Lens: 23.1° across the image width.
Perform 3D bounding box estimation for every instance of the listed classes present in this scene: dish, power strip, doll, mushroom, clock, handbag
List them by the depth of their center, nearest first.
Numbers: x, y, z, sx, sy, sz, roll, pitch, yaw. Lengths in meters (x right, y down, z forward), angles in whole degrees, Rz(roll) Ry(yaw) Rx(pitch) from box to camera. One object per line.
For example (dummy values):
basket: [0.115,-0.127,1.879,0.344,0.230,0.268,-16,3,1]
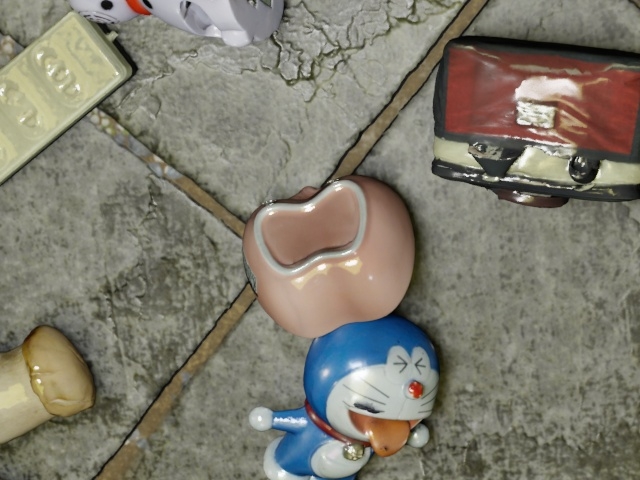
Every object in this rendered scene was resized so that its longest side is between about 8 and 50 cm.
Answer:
handbag: [0.248,-0.127,1.735,0.255,0.181,0.181,7,102,11]
clock: [-0.184,-0.313,1.784,0.254,0.189,0.188,5,104,23]
dish: [0.000,0.000,1.798,0.213,0.090,0.213,-8,63,15]
doll: [0.034,0.202,1.856,0.215,0.161,0.256,14,119,-22]
power strip: [-0.341,-0.171,1.878,0.257,0.070,0.105,-37,95,14]
mushroom: [-0.480,0.218,1.957,0.407,0.154,0.137,-22,135,8]

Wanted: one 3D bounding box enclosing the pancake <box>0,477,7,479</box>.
pancake: [-0.460,0.433,2.007,0.295,0.049,0.294,-3,107,-11]
